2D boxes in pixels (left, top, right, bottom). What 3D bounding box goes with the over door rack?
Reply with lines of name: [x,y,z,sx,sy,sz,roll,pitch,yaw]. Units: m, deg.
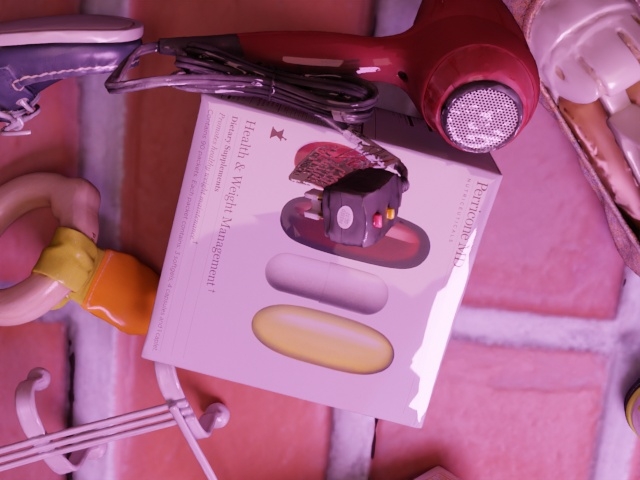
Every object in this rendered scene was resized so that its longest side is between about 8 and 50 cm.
over door rack: [-0.176,0.231,0.867,0.239,0.108,0.324,-15,119,5]

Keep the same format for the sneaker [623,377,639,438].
sneaker: [0.338,0.193,0.839,0.235,0.097,0.084,32,104,-8]

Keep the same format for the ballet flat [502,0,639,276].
ballet flat: [0.219,-0.097,0.754,0.107,0.106,0.316,-31,103,9]

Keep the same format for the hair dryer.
hair dryer: [0.032,-0.125,0.676,0.223,0.293,0.080,36,134,22]

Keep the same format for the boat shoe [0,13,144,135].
boat shoe: [-0.248,-0.116,0.764,0.254,0.095,0.079,-6,104,4]

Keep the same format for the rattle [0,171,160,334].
rattle: [-0.240,0.026,0.839,0.200,0.143,0.130,-16,73,21]

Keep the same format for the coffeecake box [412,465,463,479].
coffeecake box: [0.059,0.295,0.852,0.185,0.068,0.142,-26,106,-19]

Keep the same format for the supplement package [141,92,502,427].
supplement package: [0.000,0.000,0.764,0.203,0.149,0.194,14,106,-2]
